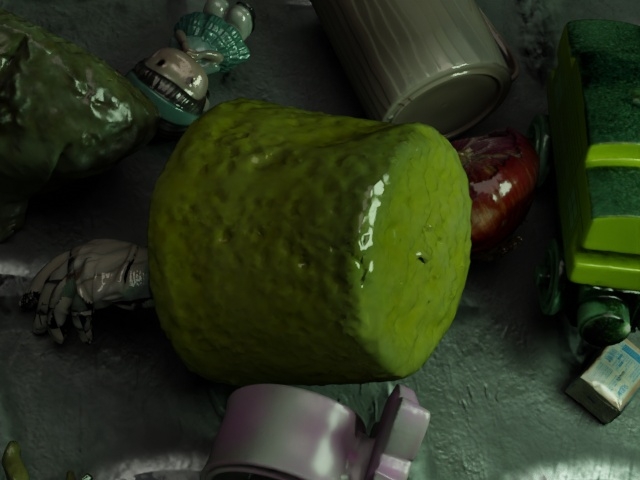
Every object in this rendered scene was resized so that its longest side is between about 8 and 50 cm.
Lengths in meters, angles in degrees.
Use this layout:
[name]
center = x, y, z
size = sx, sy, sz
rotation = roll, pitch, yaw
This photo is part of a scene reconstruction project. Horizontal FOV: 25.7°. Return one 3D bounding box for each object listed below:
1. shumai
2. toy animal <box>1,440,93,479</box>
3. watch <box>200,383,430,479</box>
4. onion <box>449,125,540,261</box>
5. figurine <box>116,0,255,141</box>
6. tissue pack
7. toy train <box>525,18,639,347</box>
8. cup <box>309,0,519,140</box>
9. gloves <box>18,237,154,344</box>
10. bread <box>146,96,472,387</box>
[shumai]
center = -0.387, -0.118, 1.718
size = 0.330, 0.292, 0.288
rotation = 26, 88, 7
[toy animal]
center = -0.339, 0.306, 1.535
size = 0.101, 0.103, 0.218
rotation = 23, 21, 8
[watch]
center = -0.018, 0.257, 1.555
size = 0.218, 0.248, 0.210
rotation = 18, 61, 2
[onion]
center = 0.190, -0.042, 1.820
size = 0.230, 0.230, 0.163
rotation = -43, 115, -29
[figurine]
center = -0.188, -0.238, 1.908
size = 0.138, 0.110, 0.245
rotation = 24, 54, 15
[tissue pack]
center = 0.374, 0.176, 1.795
size = 0.074, 0.058, 0.094
rotation = 41, 61, 12
[toy train]
center = 0.369, -0.087, 1.806
size = 0.179, 0.272, 0.442
rotation = 6, 48, -4
[cup]
center = 0.134, -0.279, 1.964
size = 0.208, 0.288, 0.273
rotation = -30, 65, 13
[gloves]
center = -0.270, 0.051, 1.680
size = 0.212, 0.111, 0.127
rotation = -4, 43, 13
[bread]
center = 0.000, 0.000, 1.621
size = 0.308, 0.348, 0.348
rotation = -2, 51, 31
